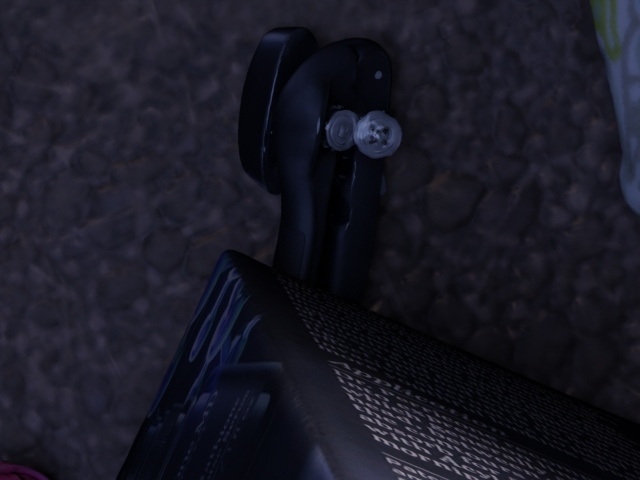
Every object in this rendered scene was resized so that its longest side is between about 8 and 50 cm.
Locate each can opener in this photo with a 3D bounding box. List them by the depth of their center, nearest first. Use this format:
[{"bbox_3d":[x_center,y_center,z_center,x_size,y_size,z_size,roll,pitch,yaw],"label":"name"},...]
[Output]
[{"bbox_3d":[0.000,0.000,0.781,0.059,0.073,0.186,-3,101,-26],"label":"can opener"}]

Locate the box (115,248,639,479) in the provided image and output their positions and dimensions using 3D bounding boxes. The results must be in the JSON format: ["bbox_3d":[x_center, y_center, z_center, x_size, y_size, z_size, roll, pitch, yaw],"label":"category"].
[{"bbox_3d":[0.014,0.198,0.585,0.212,0.395,0.293,24,94,-9],"label":"box"}]

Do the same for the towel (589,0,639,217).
[{"bbox_3d":[0.197,-0.195,0.590,0.090,0.320,0.374,-9,89,-27],"label":"towel"}]

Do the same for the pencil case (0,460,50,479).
[{"bbox_3d":[-0.204,0.191,0.823,0.209,0.095,0.098,-34,53,16],"label":"pencil case"}]
